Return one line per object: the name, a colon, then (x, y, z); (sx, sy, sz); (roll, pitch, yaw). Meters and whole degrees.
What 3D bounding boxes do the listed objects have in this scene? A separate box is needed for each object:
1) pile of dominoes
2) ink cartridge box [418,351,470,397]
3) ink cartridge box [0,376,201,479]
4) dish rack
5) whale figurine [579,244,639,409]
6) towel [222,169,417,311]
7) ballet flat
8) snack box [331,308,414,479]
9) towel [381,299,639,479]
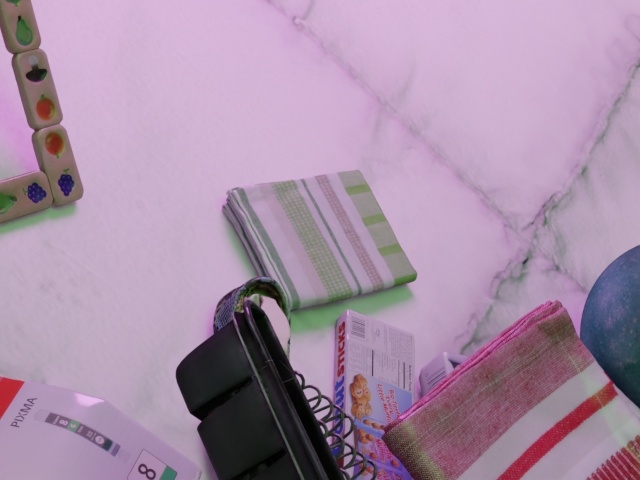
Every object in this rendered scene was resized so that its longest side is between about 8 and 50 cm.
pile of dominoes: (-0.263, -0.127, 1.220); (0.196, 0.040, 0.251); (-22, 100, -44)
ink cartridge box: (0.186, 0.201, 1.385); (0.208, 0.045, 0.206); (14, 51, -32)
ink cartridge box: (-0.205, 0.156, 1.117); (0.225, 0.056, 0.181); (38, 43, -10)
dish rack: (0.009, 0.175, 1.106); (0.208, 0.074, 0.271); (64, 8, 29)
whale figurine: (0.307, 0.134, 1.482); (0.216, 0.141, 0.272); (-19, 93, -72)
towel: (0.000, 0.000, 1.420); (0.152, 0.023, 0.113); (-10, 67, -44)
ballet flat: (-0.045, 0.106, 1.267); (0.070, 0.070, 0.188); (14, 51, -29)
snack box: (0.041, 0.138, 1.339); (0.064, 0.022, 0.178); (23, 47, -23)
towel: (0.215, 0.219, 1.333); (0.329, 0.037, 0.237); (51, 44, 6)
